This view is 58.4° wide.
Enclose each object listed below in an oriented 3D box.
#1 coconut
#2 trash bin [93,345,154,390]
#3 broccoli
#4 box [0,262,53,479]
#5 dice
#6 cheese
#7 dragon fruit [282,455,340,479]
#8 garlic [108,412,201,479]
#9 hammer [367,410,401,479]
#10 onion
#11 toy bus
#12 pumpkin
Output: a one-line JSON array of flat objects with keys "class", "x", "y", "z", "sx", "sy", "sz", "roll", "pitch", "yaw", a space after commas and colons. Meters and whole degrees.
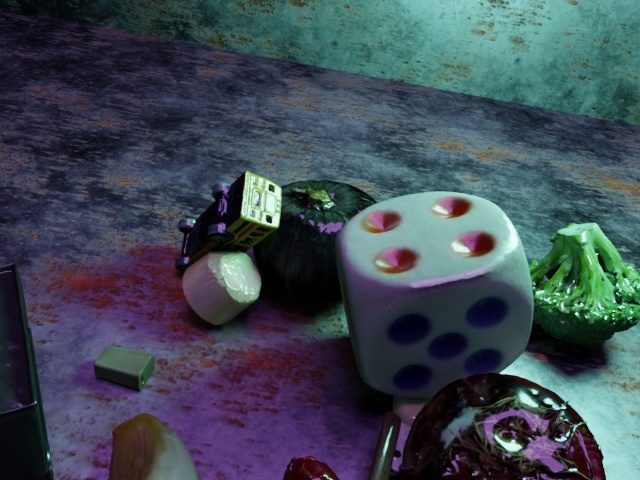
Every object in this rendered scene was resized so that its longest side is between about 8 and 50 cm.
[{"class": "coconut", "x": -0.214, "y": 0.100, "z": 1.208, "sx": 0.147, "sy": 0.152, "sz": 0.147, "roll": 33, "pitch": 38, "yaw": -30}, {"class": "trash bin", "x": -0.364, "y": 0.233, "z": 1.062, "sx": 0.092, "sy": 0.043, "sz": 0.061, "roll": 13, "pitch": 35, "yaw": 6}, {"class": "broccoli", "x": 0.588, "y": 0.100, "z": 1.326, "sx": 0.307, "sy": 0.275, "sz": 0.308, "roll": -14, "pitch": 13, "yaw": 3}, {"class": "box", "x": -0.568, "y": 0.231, "z": 0.869, "sx": 0.251, "sy": 0.205, "sz": 0.345, "roll": -10, "pitch": 40, "yaw": -27}, {"class": "dice", "x": 0.197, "y": 0.100, "z": 1.062, "sx": 0.304, "sy": 0.304, "sz": 0.277, "roll": -11, "pitch": 37, "yaw": -1}, {"class": "cheese", "x": 0.172, "y": 0.337, "z": 1.047, "sx": 0.127, "sy": 0.050, "sz": 0.235, "roll": 23, "pitch": 36, "yaw": 18}, {"class": "dragon fruit", "x": 0.019, "y": 0.410, "z": 0.877, "sx": 0.190, "sy": 0.094, "sz": 0.094, "roll": 35, "pitch": 40, "yaw": 13}, {"class": "garlic", "x": -0.243, "y": 0.379, "z": 0.851, "sx": 0.143, "sy": 0.112, "sz": 0.318, "roll": -7, "pitch": 27, "yaw": -19}, {"class": "hammer", "x": 0.075, "y": 0.412, "z": 0.846, "sx": 0.111, "sy": 0.043, "sz": 0.365, "roll": 39, "pitch": 41, "yaw": -12}, {"class": "onion", "x": 0.277, "y": 0.369, "z": 0.898, "sx": 0.313, "sy": 0.232, "sz": 0.314, "roll": -9, "pitch": 47, "yaw": 9}, {"class": "toy bus", "x": -0.211, "y": -0.026, "z": 1.251, "sx": 0.123, "sy": 0.335, "sz": 0.121, "roll": 15, "pitch": 61, "yaw": -29}, {"class": "pumpkin", "x": 0.000, "y": 0.000, "z": 1.316, "sx": 0.323, "sy": 0.242, "sz": 0.323, "roll": 5, "pitch": 32, "yaw": -3}]
